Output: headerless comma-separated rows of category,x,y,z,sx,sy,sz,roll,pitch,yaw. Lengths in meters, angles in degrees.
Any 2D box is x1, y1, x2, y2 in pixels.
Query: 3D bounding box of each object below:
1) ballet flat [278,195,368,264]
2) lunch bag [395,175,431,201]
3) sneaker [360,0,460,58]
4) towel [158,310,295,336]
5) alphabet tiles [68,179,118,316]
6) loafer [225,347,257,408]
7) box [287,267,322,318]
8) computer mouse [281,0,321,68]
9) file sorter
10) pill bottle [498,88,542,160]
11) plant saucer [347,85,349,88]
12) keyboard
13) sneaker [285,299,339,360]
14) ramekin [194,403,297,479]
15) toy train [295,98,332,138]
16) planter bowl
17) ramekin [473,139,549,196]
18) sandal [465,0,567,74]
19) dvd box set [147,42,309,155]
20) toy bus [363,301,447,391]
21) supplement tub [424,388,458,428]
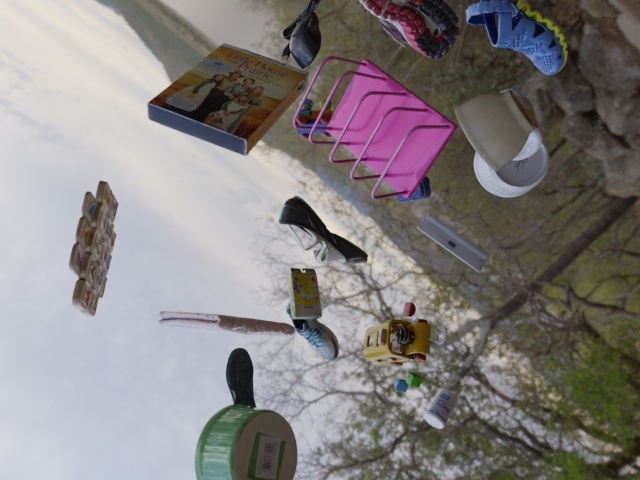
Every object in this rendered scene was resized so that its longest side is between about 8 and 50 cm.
ballet flat,0.000,0.000,1.425,0.280,0.096,0.095,39,168,-22
lunch bag,0.260,-0.148,1.591,0.099,0.067,0.065,-7,-175,42
sneaker,0.126,-0.435,0.989,0.299,0.120,0.112,32,-171,-44
towel,-0.304,0.273,1.797,0.317,0.053,0.332,-3,167,39
alphabet tiles,-0.491,0.019,1.216,0.021,0.284,0.278,6,160,-8
loafer,-0.269,0.503,1.880,0.084,0.096,0.267,99,161,-58
box,-0.058,0.184,1.931,0.105,0.043,0.179,4,-111,-28
computer mouse,-0.069,-0.541,1.494,0.060,0.184,0.261,22,-130,-27
file sorter,0.108,-0.255,1.246,0.291,0.202,0.182,45,-148,24
pill bottle,0.462,-0.284,1.321,0.103,0.103,0.184,35,-140,-25
plant saucer,0.129,-0.494,1.849,0.083,0.083,0.013,39,172,-2
keyboard,0.443,0.005,1.844,0.256,0.072,0.014,36,165,3
sneaker,-0.042,0.344,2.085,0.283,0.110,0.122,52,-162,4
ramekin,-0.206,0.640,1.634,0.303,0.148,0.303,20,-117,-46
toy train,0.028,-0.487,2.149,0.105,0.248,0.143,73,-164,-61
planter bowl,0.369,-0.239,1.137,0.162,0.109,0.162,36,-144,-32
ramekin,0.567,-0.232,1.623,0.207,0.207,0.109,39,-179,-1
sandal,0.480,-0.529,1.387,0.317,0.138,0.126,44,171,-2
dvd box set,-0.253,-0.426,1.612,0.308,0.062,0.420,23,-133,10
toy bus,0.184,0.240,1.328,0.105,0.202,0.191,16,-160,-21
supplement tub,0.378,0.527,1.733,0.071,0.107,0.071,27,146,21
